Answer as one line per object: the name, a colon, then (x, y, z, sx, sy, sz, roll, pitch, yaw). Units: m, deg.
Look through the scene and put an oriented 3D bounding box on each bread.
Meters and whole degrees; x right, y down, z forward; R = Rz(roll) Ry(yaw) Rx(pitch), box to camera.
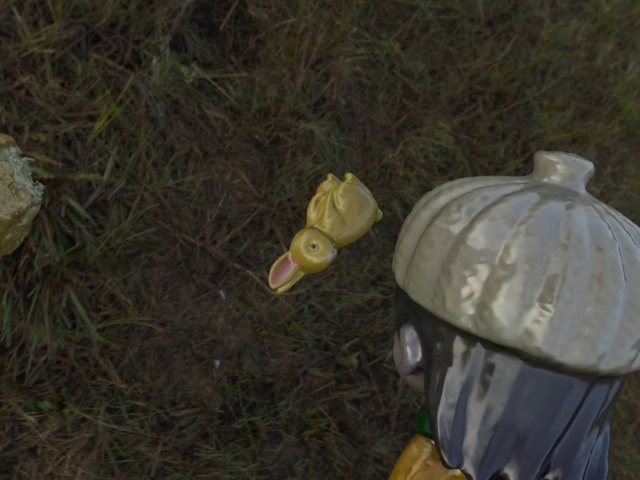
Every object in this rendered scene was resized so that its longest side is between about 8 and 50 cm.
bread: (-0.410, -0.010, 0.646, 0.121, 0.246, 0.174, 57, 29, -4)

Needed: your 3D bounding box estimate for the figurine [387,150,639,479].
figurine: (0.126, 0.114, 0.404, 0.185, 0.204, 0.332, 12, 72, -23)

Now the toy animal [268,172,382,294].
toy animal: (0.003, 0.002, 0.713, 0.083, 0.070, 0.159, 45, 72, -24)
